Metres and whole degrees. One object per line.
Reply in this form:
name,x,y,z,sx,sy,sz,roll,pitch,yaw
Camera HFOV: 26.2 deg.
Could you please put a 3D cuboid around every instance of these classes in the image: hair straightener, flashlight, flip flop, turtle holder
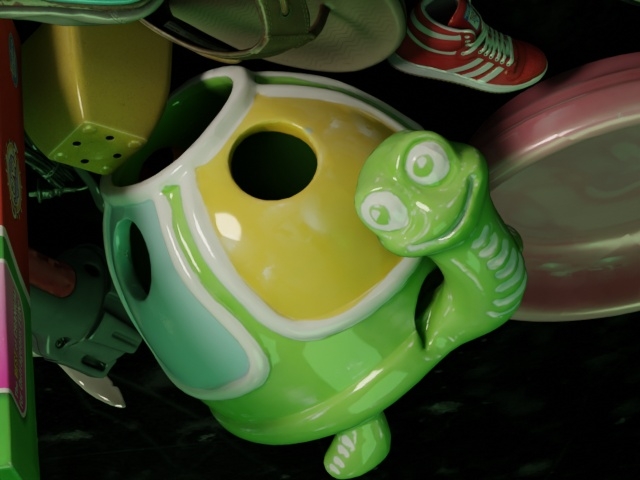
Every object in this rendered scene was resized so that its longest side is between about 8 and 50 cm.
hair straightener,-0.178,-0.042,1.000,0.089,0.047,0.230,-20,150,17
flashlight,-0.241,0.004,1.012,0.103,0.103,0.304,-37,146,14
flip flop,-0.063,-0.150,0.804,0.112,0.080,0.277,-31,144,34
turtle holder,-0.015,0.011,0.898,0.243,0.320,0.227,-43,113,2

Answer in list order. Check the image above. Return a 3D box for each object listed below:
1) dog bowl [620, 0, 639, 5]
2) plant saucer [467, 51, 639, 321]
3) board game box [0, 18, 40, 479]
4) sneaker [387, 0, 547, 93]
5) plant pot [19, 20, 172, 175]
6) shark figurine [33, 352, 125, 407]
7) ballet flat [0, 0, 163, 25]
dog bowl,0.226,-0.268,0.475,0.408,0.150,0.408,-31,166,-9
plant saucer,0.239,-0.044,1.085,0.332,0.084,0.332,-8,151,-4
board game box,-0.290,0.010,0.781,0.242,0.316,0.064,-9,151,-2
sneaker,0.108,-0.136,0.922,0.118,0.042,0.067,4,152,-19
plant pot,-0.145,-0.091,0.883,0.081,0.083,0.081,16,142,-38
shark figurine,-0.300,0.088,1.135,0.166,0.116,0.278,-21,147,23
ballet flat,-0.172,-0.126,0.603,0.213,0.072,0.068,4,-178,-22
